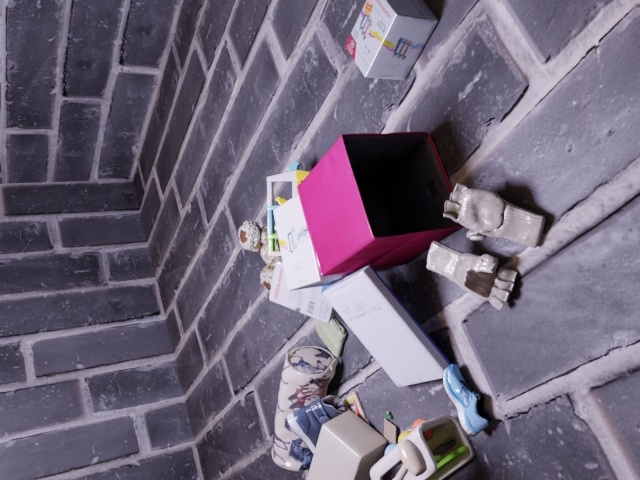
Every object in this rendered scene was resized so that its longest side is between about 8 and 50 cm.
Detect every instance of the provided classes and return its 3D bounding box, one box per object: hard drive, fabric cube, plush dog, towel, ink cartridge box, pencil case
[{"bbox_3d":[0.160,0.219,1.485,0.318,0.040,0.210,51,146,-3],"label":"hard drive"},{"bbox_3d":[0.132,-0.083,1.424,0.258,0.259,0.253,-43,59,56],"label":"fabric cube"},{"bbox_3d":[-0.104,0.012,1.953,0.226,0.211,0.262,-28,89,39],"label":"plush dog"},{"bbox_3d":[0.030,0.286,1.878,0.148,0.027,0.110,48,135,45],"label":"towel"},{"bbox_3d":[-0.039,0.140,1.811,0.203,0.086,0.148,21,120,14],"label":"ink cartridge box"},{"bbox_3d":[-0.049,0.540,1.924,0.184,0.160,0.409,13,111,12],"label":"pencil case"},{"bbox_3d":[0.166,-0.494,1.421,0.128,0.128,0.176,65,143,31],"label":"ink cartridge box"},{"bbox_3d":[0.000,0.000,1.600,0.168,0.171,0.232,-23,75,55],"label":"ink cartridge box"}]

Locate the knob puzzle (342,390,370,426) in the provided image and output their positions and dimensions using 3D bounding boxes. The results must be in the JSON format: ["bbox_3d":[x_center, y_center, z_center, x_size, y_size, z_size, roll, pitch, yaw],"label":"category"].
[{"bbox_3d":[0.093,0.579,1.819,0.213,0.030,0.212,15,107,57],"label":"knob puzzle"}]

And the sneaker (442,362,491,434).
[{"bbox_3d":[0.339,0.352,1.356,0.073,0.063,0.162,-39,64,34],"label":"sneaker"}]

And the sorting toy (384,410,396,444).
[{"bbox_3d":[0.195,0.517,1.652,0.062,0.012,0.083,25,119,61],"label":"sorting toy"}]

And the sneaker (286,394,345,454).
[{"bbox_3d":[0.026,0.570,1.816,0.226,0.164,0.086,54,-176,-26],"label":"sneaker"}]

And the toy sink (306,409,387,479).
[{"bbox_3d":[0.077,0.642,1.731,0.153,0.131,0.234,31,119,36],"label":"toy sink"}]

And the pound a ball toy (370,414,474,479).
[{"bbox_3d":[0.210,0.524,1.437,0.135,0.208,0.319,63,144,31],"label":"pound a ball toy"}]

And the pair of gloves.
[{"bbox_3d":[0.330,0.010,1.238,0.204,0.042,0.240,30,126,24],"label":"pair of gloves"}]

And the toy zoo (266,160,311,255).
[{"bbox_3d":[-0.069,-0.098,1.845,0.030,0.193,0.292,-8,-82,-77],"label":"toy zoo"}]

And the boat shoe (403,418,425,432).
[{"bbox_3d":[0.251,0.492,1.540,0.035,0.035,0.100,47,136,7],"label":"boat shoe"}]
